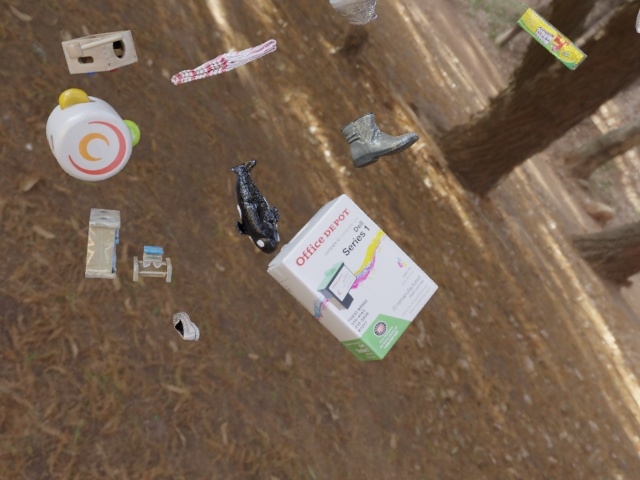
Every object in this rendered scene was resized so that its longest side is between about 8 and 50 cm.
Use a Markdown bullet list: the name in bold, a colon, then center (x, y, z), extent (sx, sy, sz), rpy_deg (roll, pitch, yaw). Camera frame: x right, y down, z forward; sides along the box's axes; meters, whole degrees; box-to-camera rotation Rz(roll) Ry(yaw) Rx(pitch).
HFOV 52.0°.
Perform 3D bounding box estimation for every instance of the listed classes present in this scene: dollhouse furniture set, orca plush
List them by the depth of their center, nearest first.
- **dollhouse furniture set**: center (-0.436, 0.010, 1.507), extent (0.183, 0.129, 0.129), rpy_deg (4, 15, -19)
- **orca plush**: center (-0.178, -0.106, 1.981), extent (0.151, 0.102, 0.287), rpy_deg (-2, 80, -30)

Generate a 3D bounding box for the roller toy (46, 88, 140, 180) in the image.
- **roller toy**: center (-0.589, -0.261, 1.663), extent (0.209, 0.191, 0.146), rpy_deg (28, 11, -43)

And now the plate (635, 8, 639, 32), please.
- **plate**: center (0.648, -0.485, 1.038), extent (0.277, 0.277, 0.045), rpy_deg (86, -17, -51)

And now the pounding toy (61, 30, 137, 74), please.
- **pounding toy**: center (-0.559, -0.466, 1.661), extent (0.206, 0.181, 0.094), rpy_deg (-49, 136, -56)

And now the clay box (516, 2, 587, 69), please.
- **clay box**: center (0.610, -0.548, 1.759), extent (0.222, 0.053, 0.127), rpy_deg (44, 27, 9)

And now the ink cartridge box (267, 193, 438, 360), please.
- **ink cartridge box**: center (0.064, 0.076, 1.331), extent (0.278, 0.201, 0.117), rpy_deg (44, -21, -6)

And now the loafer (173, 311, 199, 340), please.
- **loafer**: center (-0.336, 0.208, 1.597), extent (0.039, 0.045, 0.125), rpy_deg (-4, 19, -35)

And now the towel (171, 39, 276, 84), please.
- **towel**: center (-0.200, -0.366, 1.340), extent (0.144, 0.197, 0.029), rpy_deg (-36, 116, -38)

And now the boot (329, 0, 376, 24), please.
- **boot**: center (0.153, -0.775, 2.134), extent (0.123, 0.095, 0.258), rpy_deg (36, -16, -36)

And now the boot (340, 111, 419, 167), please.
- **boot**: center (0.188, -0.350, 2.150), extent (0.083, 0.246, 0.161), rpy_deg (-8, 79, -64)

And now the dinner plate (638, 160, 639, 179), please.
- **dinner plate**: center (0.739, -0.140, 1.378), extent (0.017, 0.141, 0.141), rpy_deg (-35, 86, -39)

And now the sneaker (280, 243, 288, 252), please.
- **sneaker**: center (0.000, 0.000, 1.849), extent (0.240, 0.091, 0.126), rpy_deg (5, 78, -27)
